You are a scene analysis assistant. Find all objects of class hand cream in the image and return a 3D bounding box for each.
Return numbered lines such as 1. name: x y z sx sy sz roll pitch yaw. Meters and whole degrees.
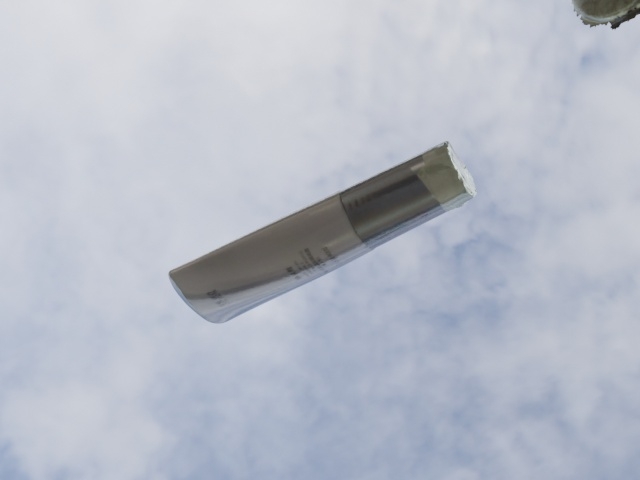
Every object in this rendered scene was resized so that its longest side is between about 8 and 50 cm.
1. hand cream: 0.000 0.000 0.861 0.255 0.079 0.048 -25 -140 20

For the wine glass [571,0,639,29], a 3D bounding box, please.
1. wine glass: 0.220 -0.376 1.122 0.190 0.357 0.190 -38 -140 40
